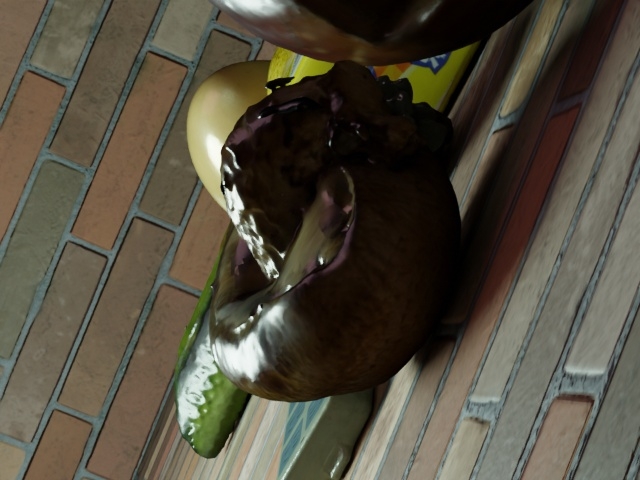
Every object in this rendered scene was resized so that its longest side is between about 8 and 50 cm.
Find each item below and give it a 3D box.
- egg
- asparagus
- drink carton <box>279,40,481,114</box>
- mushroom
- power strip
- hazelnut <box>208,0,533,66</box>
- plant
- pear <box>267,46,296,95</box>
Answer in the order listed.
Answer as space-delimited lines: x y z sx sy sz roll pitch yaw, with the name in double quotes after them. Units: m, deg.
-0.051 -0.112 2.313 0.201 0.244 0.201 -30 42 31 "egg"
-0.101 0.088 2.512 0.108 0.128 0.381 -2 -60 -57 "asparagus"
0.060 -0.178 1.944 0.111 0.155 0.351 -79 13 -57 "drink carton"
0.012 -0.003 1.558 0.263 0.195 0.283 -86 2 -48 "mushroom"
0.010 0.131 1.781 0.270 0.046 0.118 -81 15 -66 "power strip"
0.071 -0.338 1.601 0.429 0.402 0.402 -65 6 -20 "hazelnut"
0.047 -0.075 1.824 0.194 0.132 0.129 115 172 -60 "plant"
0.026 -0.161 2.154 0.178 0.178 0.178 -157 90 -83 "pear"
